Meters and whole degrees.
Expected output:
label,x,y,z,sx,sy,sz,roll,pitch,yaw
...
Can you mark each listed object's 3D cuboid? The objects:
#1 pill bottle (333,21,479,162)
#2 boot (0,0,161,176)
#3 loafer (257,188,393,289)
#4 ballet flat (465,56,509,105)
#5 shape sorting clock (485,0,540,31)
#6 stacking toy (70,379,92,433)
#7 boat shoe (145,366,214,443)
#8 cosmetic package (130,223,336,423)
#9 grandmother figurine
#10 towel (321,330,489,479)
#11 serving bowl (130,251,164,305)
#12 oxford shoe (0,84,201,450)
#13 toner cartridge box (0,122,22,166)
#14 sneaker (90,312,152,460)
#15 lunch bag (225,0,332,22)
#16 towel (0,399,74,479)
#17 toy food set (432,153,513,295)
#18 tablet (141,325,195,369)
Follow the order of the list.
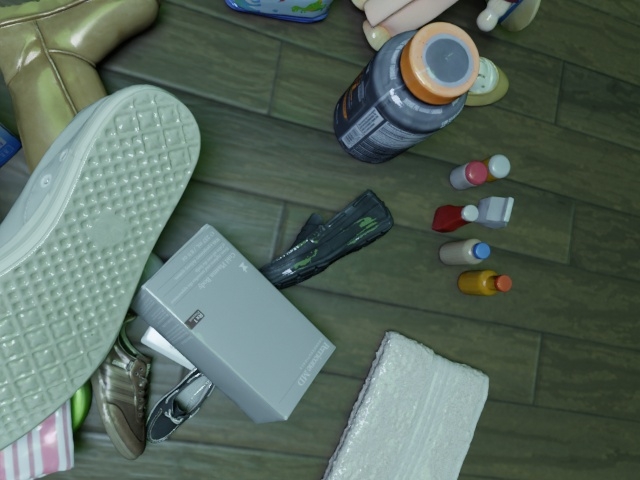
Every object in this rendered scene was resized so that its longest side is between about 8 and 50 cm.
label,x,y,z,sx,sy,sz,roll,pitch,yaw
pill bottle,0.110,-0.193,0.657,0.131,0.246,0.130,1,85,-15
boot,-0.283,-0.179,0.645,0.236,0.089,0.269,-22,94,-11
loafer,0.000,0.000,0.708,0.223,0.076,0.078,-29,79,-13
ballet flat,0.214,-0.262,0.778,0.232,0.073,0.080,-1,86,-15
shape sorting clock,0.285,-0.427,0.743,0.040,0.206,0.206,-20,91,-3
stacking toy,-0.437,0.162,0.551,0.280,0.130,0.308,-16,90,-15
boat shoe,-0.187,0.222,0.656,0.125,0.038,0.046,-45,105,-12
cosmetic package,-0.112,0.114,0.637,0.238,0.107,0.127,42,54,-6
grandmother figurine,0.199,-0.385,0.651,0.104,0.342,0.207,-37,101,-46
towel,0.125,0.295,0.725,0.187,0.049,0.282,27,80,-12
serving bowl,-0.252,0.049,0.659,0.083,0.027,0.083,1,85,-13
oxford shoe,-0.290,0.027,0.534,0.169,0.130,0.449,37,78,-43
toner cartridge box,-0.522,-0.223,0.542,0.348,0.165,0.075,42,77,-8
sneaker,-0.248,0.184,0.628,0.071,0.066,0.188,-19,91,-12
lunch bag,-0.062,-0.443,0.713,0.176,0.090,0.218,-2,86,-15
towel,-0.377,0.207,0.531,0.197,0.029,0.144,-3,80,-40
toy food set,0.250,-0.036,0.753,0.111,0.104,0.232,19,81,-12
tablet,-0.198,0.137,0.677,0.083,0.006,0.054,33,79,-9
